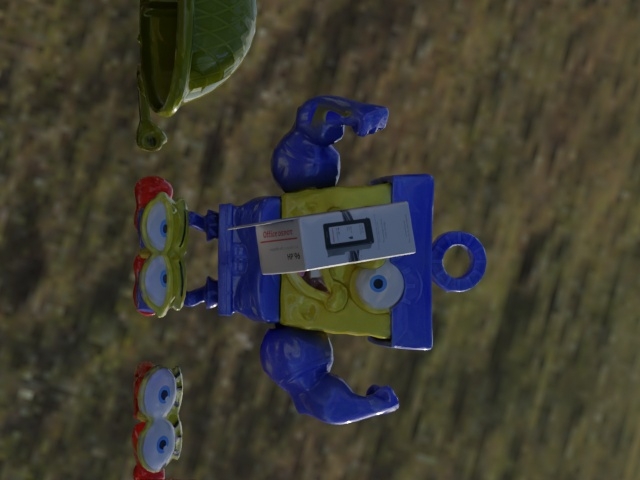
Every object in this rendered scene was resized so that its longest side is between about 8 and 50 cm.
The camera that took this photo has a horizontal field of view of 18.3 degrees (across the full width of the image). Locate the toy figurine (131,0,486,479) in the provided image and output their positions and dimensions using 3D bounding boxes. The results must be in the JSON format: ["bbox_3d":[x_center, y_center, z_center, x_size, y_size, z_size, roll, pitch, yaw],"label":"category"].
[{"bbox_3d":[-0.007,-0.016,1.236,0.191,0.217,0.363,159,-67,-83],"label":"toy figurine"}]

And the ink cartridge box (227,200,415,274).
[{"bbox_3d":[0.000,0.000,1.013,0.048,0.083,0.028,-8,-90,60],"label":"ink cartridge box"}]
